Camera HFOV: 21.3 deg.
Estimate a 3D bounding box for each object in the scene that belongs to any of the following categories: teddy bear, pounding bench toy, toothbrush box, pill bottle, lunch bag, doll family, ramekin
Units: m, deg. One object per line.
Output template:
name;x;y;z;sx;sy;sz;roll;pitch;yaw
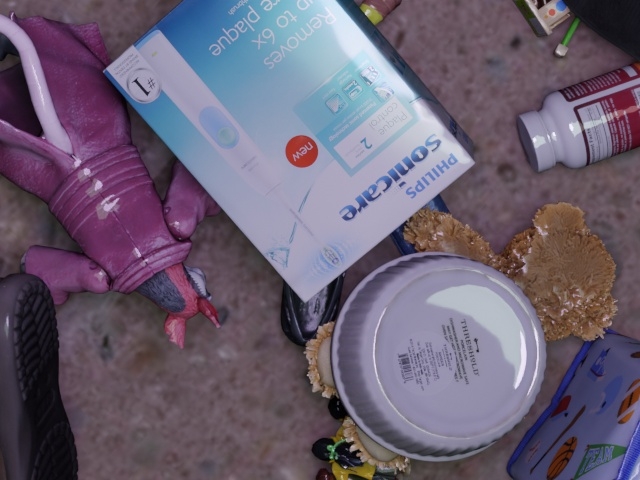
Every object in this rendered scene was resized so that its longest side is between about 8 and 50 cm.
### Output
teddy bear;0.142;0.091;1.747;0.245;0.113;0.338;42;79;-6
pounding bench toy;0.253;-0.241;1.779;0.065;0.052;0.083;-35;97;-2
toothbrush box;-0.025;-0.126;1.630;0.216;0.126;0.295;-39;98;12
pill bottle;0.286;-0.126;1.775;0.152;0.086;0.086;-19;96;-3
lunch bag;0.425;0.269;1.700;0.385;0.328;0.239;33;92;-5
doll family;0.042;0.192;1.782;0.111;0.076;0.193;9;79;-6
ramekin;0.119;0.110;1.630;0.207;0.109;0.207;1;85;-10

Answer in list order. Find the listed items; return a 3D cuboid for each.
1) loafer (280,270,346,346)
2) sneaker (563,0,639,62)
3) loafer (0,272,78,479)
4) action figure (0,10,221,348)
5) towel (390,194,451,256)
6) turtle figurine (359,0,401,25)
loafer;0.000;0.000;1.761;0.076;0.078;0.223;7;93;-5
sneaker;0.368;-0.278;1.734;0.295;0.124;0.178;40;60;-4
loafer;-0.329;0.190;1.701;0.130;0.134;0.365;8;115;14
action figure;-0.209;-0.063;1.655;0.248;0.276;0.370;-37;83;-7
towel;0.095;-0.035;1.793;0.067;0.029;0.119;-31;96;-3
turtle figurine;-0.029;-0.191;1.731;0.270;0.087;0.217;29;81;14
